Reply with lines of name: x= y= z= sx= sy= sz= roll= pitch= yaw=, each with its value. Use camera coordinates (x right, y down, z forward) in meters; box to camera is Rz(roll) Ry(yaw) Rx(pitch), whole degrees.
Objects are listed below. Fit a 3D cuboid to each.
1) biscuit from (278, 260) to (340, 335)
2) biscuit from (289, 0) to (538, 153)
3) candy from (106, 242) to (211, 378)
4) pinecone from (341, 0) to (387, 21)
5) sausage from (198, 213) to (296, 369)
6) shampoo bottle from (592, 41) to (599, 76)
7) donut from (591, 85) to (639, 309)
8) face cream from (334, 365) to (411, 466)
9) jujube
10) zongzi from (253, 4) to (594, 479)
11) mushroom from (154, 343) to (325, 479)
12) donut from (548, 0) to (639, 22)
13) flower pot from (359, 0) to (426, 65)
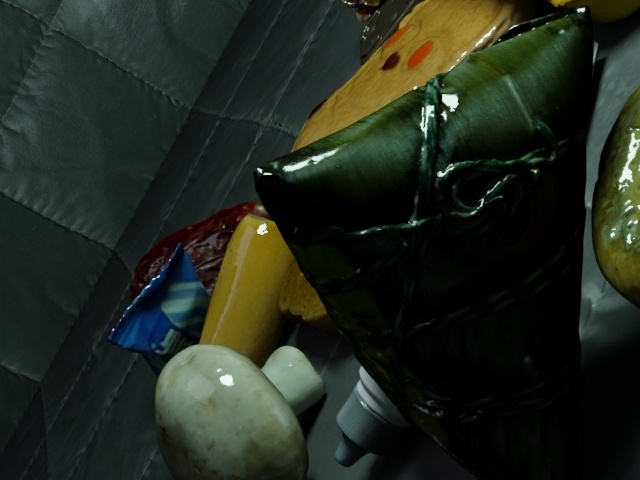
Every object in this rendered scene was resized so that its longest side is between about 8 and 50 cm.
biscuit: x=0.067 y=-0.016 z=1.459 sx=0.381 sy=0.074 sz=0.359 roll=-48 pitch=20 yaw=40
biscuit: x=0.122 y=-0.228 z=1.480 sx=0.455 sy=0.078 sz=0.350 roll=-43 pitch=22 yaw=10
candy: x=-0.214 y=0.155 z=1.647 sx=0.187 sy=0.077 sz=0.331 roll=-57 pitch=-25 yaw=-23
pinecone: x=0.123 y=-0.486 z=1.836 sx=0.212 sy=0.169 sz=0.185 roll=121 pitch=152 yaw=-48
sausage: x=-0.120 y=0.139 z=1.622 sx=0.116 sy=0.134 sz=0.354 roll=18 pitch=89 yaw=26
shampoo bottle: x=0.247 y=-0.117 z=1.162 sx=0.086 sy=0.056 sz=0.227 roll=-32 pitch=34 yaw=58
donut: x=0.301 y=-0.037 z=0.801 sx=0.208 sy=0.128 sz=0.261 roll=-46 pitch=22 yaw=39
face cream: x=0.107 y=0.120 z=1.134 sx=0.311 sy=0.092 sz=0.092 roll=-55 pitch=20 yaw=14
jujube: x=-0.183 y=0.056 z=1.835 sx=0.342 sy=0.216 sz=0.216 roll=-36 pitch=31 yaw=41
zongzi: x=0.086 y=0.023 z=0.951 sx=0.319 sy=0.383 sz=0.362 roll=-22 pitch=20 yaw=-20
mushroom: x=-0.087 y=0.228 z=1.359 sx=0.243 sy=0.243 sz=0.243 roll=-50 pitch=21 yaw=29
donut: x=0.340 y=-0.324 z=1.196 sx=0.174 sy=0.074 sz=0.190 roll=-46 pitch=20 yaw=41
flower pot: x=0.146 y=-0.360 z=1.727 sx=0.251 sy=0.084 sz=0.179 roll=-49 pitch=22 yaw=30
